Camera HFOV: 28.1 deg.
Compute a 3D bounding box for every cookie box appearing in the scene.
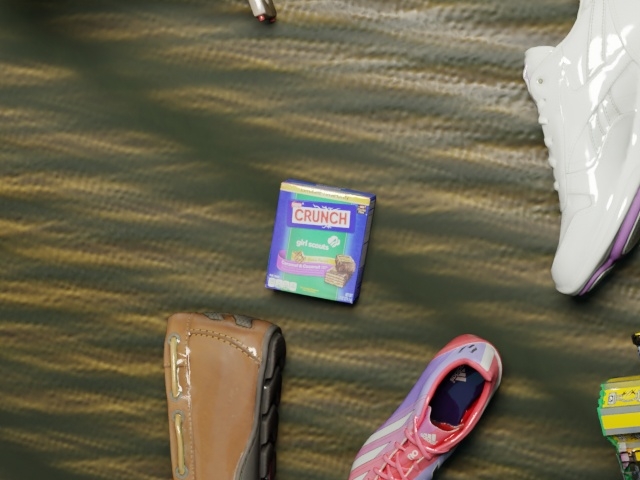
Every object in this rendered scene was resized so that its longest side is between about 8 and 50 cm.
[{"bbox_3d":[0.000,0.000,1.264,0.092,0.040,0.107,10,99,8],"label":"cookie box"}]

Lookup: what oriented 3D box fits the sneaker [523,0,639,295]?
[{"bbox_3d":[0.251,-0.102,1.191,0.152,0.114,0.305,17,96,20],"label":"sneaker"}]

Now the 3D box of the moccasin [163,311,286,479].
[{"bbox_3d":[-0.123,0.261,1.271,0.147,0.139,0.380,5,98,9],"label":"moccasin"}]

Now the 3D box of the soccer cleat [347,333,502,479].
[{"bbox_3d":[0.095,0.200,1.250,0.083,0.095,0.248,34,101,3],"label":"soccer cleat"}]

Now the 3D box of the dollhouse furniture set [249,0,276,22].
[{"bbox_3d":[-0.028,-0.280,1.155,0.129,0.184,0.129,-19,95,11],"label":"dollhouse furniture set"}]

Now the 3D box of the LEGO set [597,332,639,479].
[{"bbox_3d":[0.398,0.226,1.123,0.192,0.255,0.331,-13,84,37],"label":"LEGO set"}]
